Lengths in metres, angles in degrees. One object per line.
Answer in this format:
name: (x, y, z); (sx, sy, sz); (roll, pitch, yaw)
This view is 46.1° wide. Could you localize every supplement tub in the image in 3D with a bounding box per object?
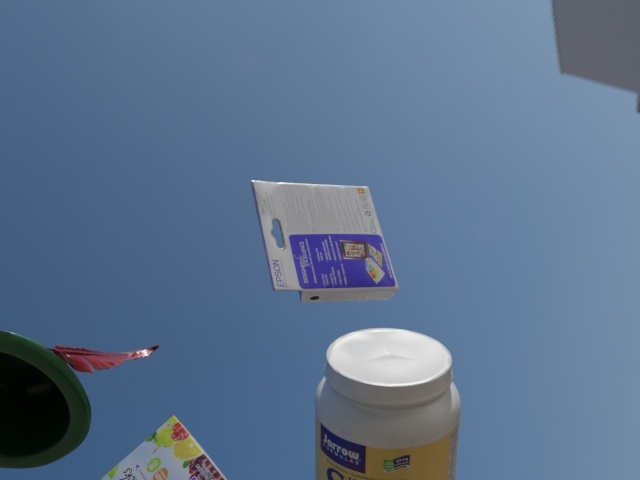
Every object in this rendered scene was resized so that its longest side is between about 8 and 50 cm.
supplement tub: (0.110, 0.340, 1.261); (0.241, 0.241, 0.332); (-16, -66, -37)

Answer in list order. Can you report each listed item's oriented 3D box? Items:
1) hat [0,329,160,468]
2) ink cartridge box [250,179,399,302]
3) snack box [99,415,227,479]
hat: (-0.302, 0.116, 0.786); (0.172, 0.184, 0.209); (-15, -57, 9)
ink cartridge box: (0.000, 0.000, 1.175); (0.208, 0.206, 0.045); (2, -35, -23)
snack box: (-0.228, 0.379, 1.099); (0.174, 0.207, 0.070); (-40, -58, -15)
